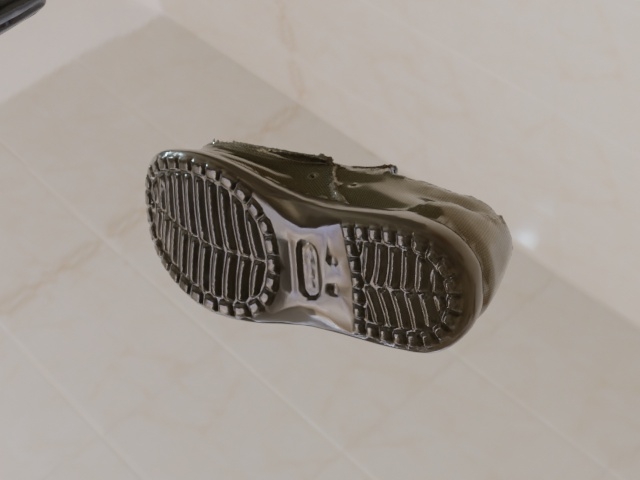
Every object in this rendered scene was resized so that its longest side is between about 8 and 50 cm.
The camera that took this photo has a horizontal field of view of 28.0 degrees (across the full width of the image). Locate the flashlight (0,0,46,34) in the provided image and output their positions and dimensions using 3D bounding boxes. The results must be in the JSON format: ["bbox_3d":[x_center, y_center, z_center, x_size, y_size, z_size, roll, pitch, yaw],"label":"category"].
[{"bbox_3d":[-0.279,-0.068,0.599,0.304,0.103,0.103,-31,-32,-12],"label":"flashlight"}]

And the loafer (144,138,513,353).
[{"bbox_3d":[0.000,0.000,0.419,0.050,0.148,0.056,-18,-62,-44],"label":"loafer"}]
